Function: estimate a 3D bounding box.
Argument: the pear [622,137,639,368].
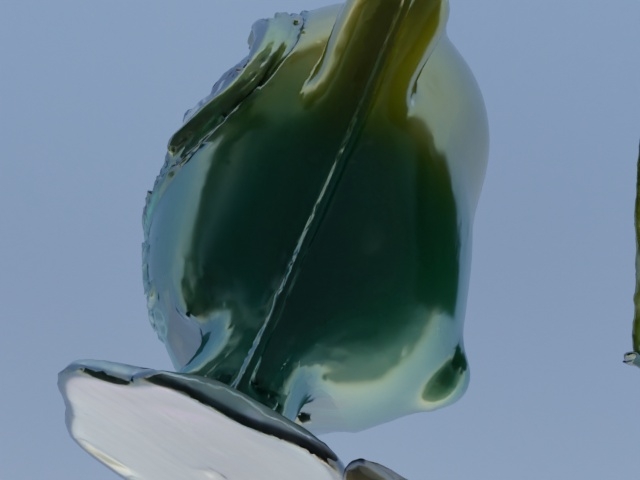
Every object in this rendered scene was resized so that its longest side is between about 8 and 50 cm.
[{"bbox_3d":[0.284,-0.030,0.599,0.164,0.238,0.256,-3,-91,-4],"label":"pear"}]

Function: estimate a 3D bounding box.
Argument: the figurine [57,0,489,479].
[{"bbox_3d":[0.000,0.000,0.636,0.231,0.324,0.340,22,-121,4],"label":"figurine"}]

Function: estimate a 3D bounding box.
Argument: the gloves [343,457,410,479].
[{"bbox_3d":[0.056,0.168,0.387,0.129,0.106,0.181,-28,-84,-8],"label":"gloves"}]
